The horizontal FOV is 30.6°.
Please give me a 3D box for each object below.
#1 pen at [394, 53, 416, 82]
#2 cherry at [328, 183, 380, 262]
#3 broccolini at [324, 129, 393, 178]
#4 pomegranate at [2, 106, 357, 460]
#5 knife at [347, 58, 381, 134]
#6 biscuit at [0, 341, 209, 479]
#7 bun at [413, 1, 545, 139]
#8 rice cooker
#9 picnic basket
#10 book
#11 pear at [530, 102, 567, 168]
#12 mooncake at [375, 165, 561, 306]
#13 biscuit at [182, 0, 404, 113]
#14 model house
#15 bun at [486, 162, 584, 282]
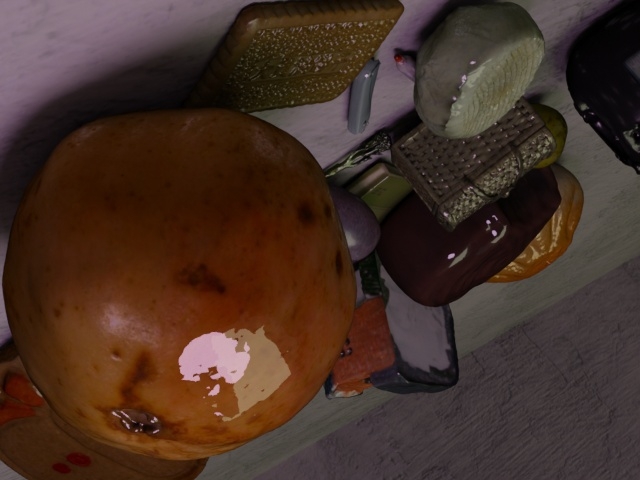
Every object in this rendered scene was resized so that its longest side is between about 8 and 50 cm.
[{"bbox_3d":[0.135,-0.218,1.562,0.026,0.026,0.218,-38,161,15],"label":"pen"},{"bbox_3d":[0.005,-0.001,1.737,0.148,0.115,0.188,-5,142,-41],"label":"cherry"},{"bbox_3d":[0.040,-0.115,1.679,0.140,0.030,0.035,-30,-162,4],"label":"broccolini"},{"bbox_3d":[-0.144,0.024,1.244,0.410,0.410,0.410,-30,162,-11],"label":"pomegranate"},{"bbox_3d":[0.056,-0.188,1.503,0.044,0.023,0.162,-54,169,-20],"label":"knife"},{"bbox_3d":[-0.303,0.257,1.635,0.359,0.074,0.381,37,132,-26],"label":"biscuit"},{"bbox_3d":[0.189,-0.225,1.482,0.195,0.118,0.195,-36,159,-16],"label":"bun"},{"bbox_3d":[0.516,-0.239,1.796,0.224,0.267,0.267,-39,162,4],"label":"rice cooker"},{"bbox_3d":[0.221,-0.123,1.688,0.196,0.154,0.134,-38,174,-3],"label":"picnic basket"},{"bbox_3d":[0.008,0.002,1.900,0.352,0.035,0.239,-39,164,15],"label":"book"},{"bbox_3d":[0.352,-0.171,1.919,0.131,0.107,0.107,7,138,-45],"label":"pear"},{"bbox_3d":[0.262,-0.027,2.000,0.334,0.174,0.326,-36,166,5],"label":"mooncake"},{"bbox_3d":[-0.025,-0.204,1.322,0.254,0.029,0.172,-16,154,-44],"label":"biscuit"},{"bbox_3d":[0.074,0.183,2.167,0.301,0.271,0.190,-26,153,33],"label":"model house"},{"bbox_3d":[0.405,-0.017,2.316,0.299,0.165,0.299,-31,163,-10],"label":"bun"}]
